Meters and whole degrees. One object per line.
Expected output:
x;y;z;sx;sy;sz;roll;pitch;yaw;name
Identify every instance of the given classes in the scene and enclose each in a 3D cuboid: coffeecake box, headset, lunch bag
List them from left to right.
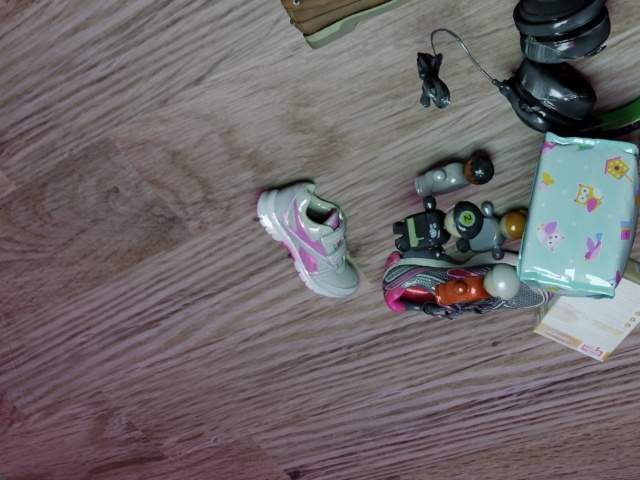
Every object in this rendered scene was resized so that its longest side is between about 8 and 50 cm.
0.334;-0.243;1.259;0.395;0.185;0.243;0;127;0;headset
0.385;-0.026;1.329;0.160;0.262;0.223;10;88;18;lunch bag
0.483;0.109;1.568;0.142;0.068;0.185;24;129;-5;coffeecake box

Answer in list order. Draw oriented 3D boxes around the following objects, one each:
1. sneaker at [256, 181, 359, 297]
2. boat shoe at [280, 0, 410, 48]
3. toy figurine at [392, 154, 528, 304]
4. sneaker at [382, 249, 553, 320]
0.000;0.000;1.586;0.111;0.103;0.252;-25;118;31;sneaker
0.074;-0.383;1.265;0.307;0.110;0.104;-26;118;29;boat shoe
0.240;-0.018;1.441;0.148;0.209;0.213;-16;122;38;toy figurine
0.259;0.093;1.586;0.299;0.112;0.120;1;127;13;sneaker
